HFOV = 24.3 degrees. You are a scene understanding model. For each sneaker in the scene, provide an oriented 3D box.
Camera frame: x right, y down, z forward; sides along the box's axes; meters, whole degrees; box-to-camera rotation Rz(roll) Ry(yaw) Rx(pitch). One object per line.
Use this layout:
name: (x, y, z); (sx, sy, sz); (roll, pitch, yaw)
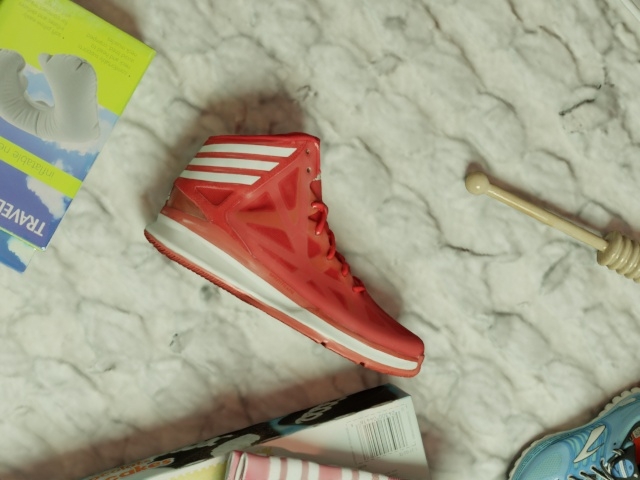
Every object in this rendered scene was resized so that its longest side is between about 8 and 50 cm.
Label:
sneaker: (0.209, 0.168, 1.116); (0.162, 0.073, 0.063); (-36, 103, -11)
sneaker: (0.000, 0.000, 1.040); (0.221, 0.087, 0.128); (30, 87, -17)

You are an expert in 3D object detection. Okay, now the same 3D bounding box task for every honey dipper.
honey dipper: (0.180, -0.014, 1.119); (0.161, 0.030, 0.030); (27, 87, -13)

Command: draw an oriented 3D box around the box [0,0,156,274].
box: (-0.201, -0.077, 1.000); (0.109, 0.042, 0.178); (29, 85, -15)

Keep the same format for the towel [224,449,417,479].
towel: (0.016, 0.228, 1.029); (0.197, 0.029, 0.144); (12, 90, -19)

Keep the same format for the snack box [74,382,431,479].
snack box: (-0.069, 0.237, 1.050); (0.322, 0.060, 0.187); (-15, 98, -14)

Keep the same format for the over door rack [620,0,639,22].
over door rack: (0.313, -0.241, 1.099); (0.324, 0.108, 0.239); (40, 82, -15)
